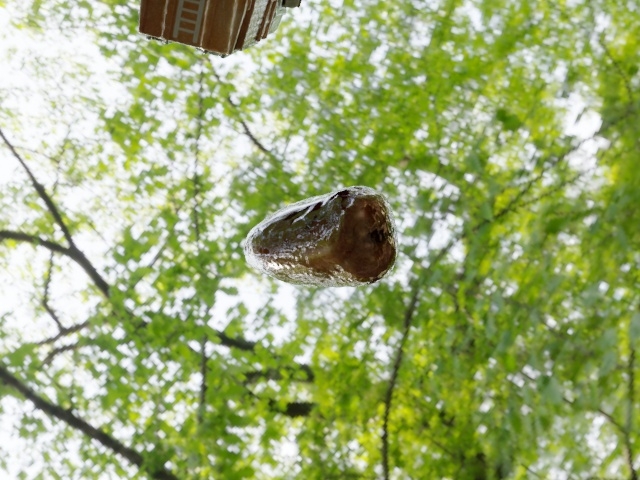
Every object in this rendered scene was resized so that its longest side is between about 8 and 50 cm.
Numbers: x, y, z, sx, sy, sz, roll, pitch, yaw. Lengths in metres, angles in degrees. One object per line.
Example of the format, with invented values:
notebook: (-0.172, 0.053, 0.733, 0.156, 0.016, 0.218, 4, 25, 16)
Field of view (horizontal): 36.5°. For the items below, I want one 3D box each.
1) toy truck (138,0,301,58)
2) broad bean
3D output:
toy truck: (-0.104, -0.298, 1.105, 0.305, 0.136, 0.162, -63, -13, -71)
broad bean: (0.000, 0.000, 0.841, 0.114, 0.165, 0.084, -3, -92, -46)
